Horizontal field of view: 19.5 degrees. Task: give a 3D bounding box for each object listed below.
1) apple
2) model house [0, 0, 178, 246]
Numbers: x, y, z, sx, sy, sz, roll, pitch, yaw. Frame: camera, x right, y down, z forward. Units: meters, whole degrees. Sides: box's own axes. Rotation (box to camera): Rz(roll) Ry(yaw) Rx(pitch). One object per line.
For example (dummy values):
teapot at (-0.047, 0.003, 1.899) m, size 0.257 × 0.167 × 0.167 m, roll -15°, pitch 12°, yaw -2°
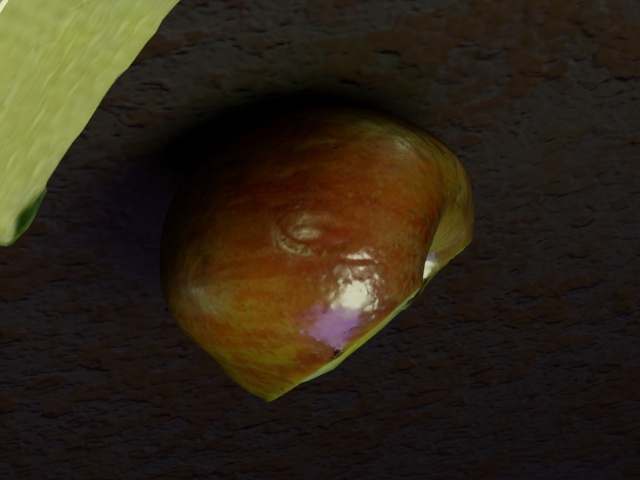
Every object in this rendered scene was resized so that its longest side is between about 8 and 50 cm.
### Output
apple at (0.000, 0.000, 1.124) m, size 0.173 × 0.160 × 0.195 m, roll -17°, pitch -166°, yaw 31°
model house at (-0.177, -0.175, 0.716) m, size 0.266 × 0.261 × 0.321 m, roll -50°, pitch 162°, yaw 7°
